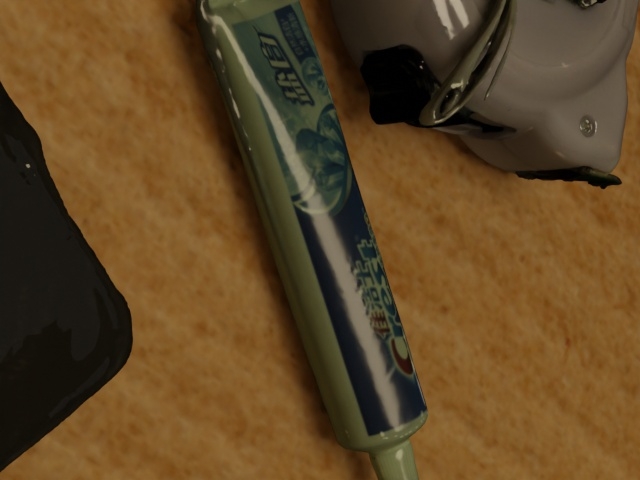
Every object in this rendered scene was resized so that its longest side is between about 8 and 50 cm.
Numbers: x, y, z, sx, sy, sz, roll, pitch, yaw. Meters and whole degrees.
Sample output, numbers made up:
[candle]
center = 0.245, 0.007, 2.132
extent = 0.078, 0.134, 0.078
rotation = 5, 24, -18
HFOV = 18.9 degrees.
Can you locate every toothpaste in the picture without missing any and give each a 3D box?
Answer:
[toothpaste]
center = 0.001, 0.000, 0.932
extent = 0.069, 0.047, 0.268
rotation = -22, 99, -24

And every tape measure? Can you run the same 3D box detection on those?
[tape measure]
center = 0.090, -0.134, 0.966
extent = 0.178, 0.105, 0.196
rotation = 8, 85, -37

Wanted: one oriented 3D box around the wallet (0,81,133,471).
[wallet]
center = -0.224, -0.053, 0.748
extent = 0.197, 0.051, 0.377
rotation = -41, 112, -29
